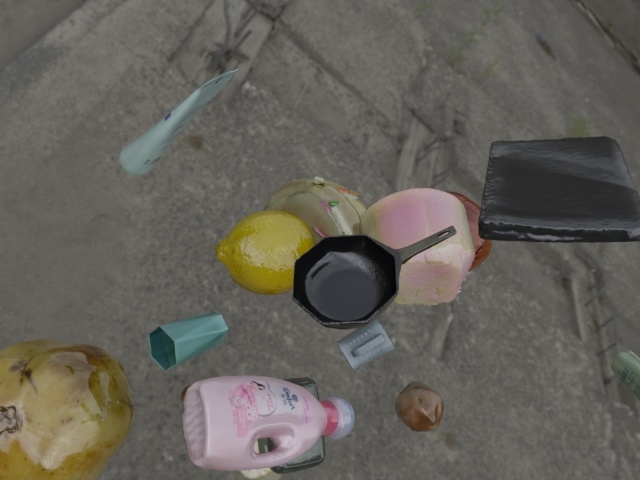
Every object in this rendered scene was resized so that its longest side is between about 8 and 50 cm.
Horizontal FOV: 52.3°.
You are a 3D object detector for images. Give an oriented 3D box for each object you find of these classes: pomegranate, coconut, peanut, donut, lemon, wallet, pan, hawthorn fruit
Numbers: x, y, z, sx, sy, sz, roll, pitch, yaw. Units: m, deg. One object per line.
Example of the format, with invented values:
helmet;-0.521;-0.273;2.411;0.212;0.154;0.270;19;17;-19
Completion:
pomegranate;-0.555;0.361;1.344;0.333;0.332;0.332;30;41;-30
coconut;0.201;0.001;1.372;0.233;0.233;0.245;28;40;-32
peanut;0.164;0.278;1.099;0.076;0.076;0.152;54;-5;0
donut;-0.007;-0.007;1.611;0.150;0.371;0.307;-20;107;-43
lemon;-0.107;0.027;1.395;0.244;0.187;0.186;2;58;-33
wallet;0.207;-0.049;0.571;0.244;0.124;0.025;-54;141;-62
pan;0.069;0.053;0.801;0.048;0.202;0.128;74;15;-56
coconut;-0.182;0.648;2.047;0.241;0.241;0.241;30;41;-30
hawthorn fruit;0.332;-0.007;1.614;0.299;0.211;0.211;13;51;-54

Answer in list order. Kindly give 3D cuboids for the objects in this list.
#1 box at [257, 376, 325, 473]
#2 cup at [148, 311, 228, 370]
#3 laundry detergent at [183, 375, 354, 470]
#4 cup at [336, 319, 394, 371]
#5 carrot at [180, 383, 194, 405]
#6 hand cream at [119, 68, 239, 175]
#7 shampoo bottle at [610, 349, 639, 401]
box;-0.078;0.432;1.537;0.148;0.129;0.210;-2;80;-28
cup;-0.423;0.312;2.109;0.148;0.134;0.236;40;32;22
laundry detergent;-0.079;0.321;1.162;0.335;0.088;0.159;12;61;-40
cup;0.119;0.269;1.685;0.095;0.129;0.128;58;-4;3
carrot;-0.329;0.452;1.883;0.087;0.193;0.087;12;73;-42
hand cream;-0.280;-0.223;1.256;0.067;0.321;0.109;54;36;-7
shampoo bottle;0.665;0.307;1.291;0.049;0.072;0.212;-3;33;-22
